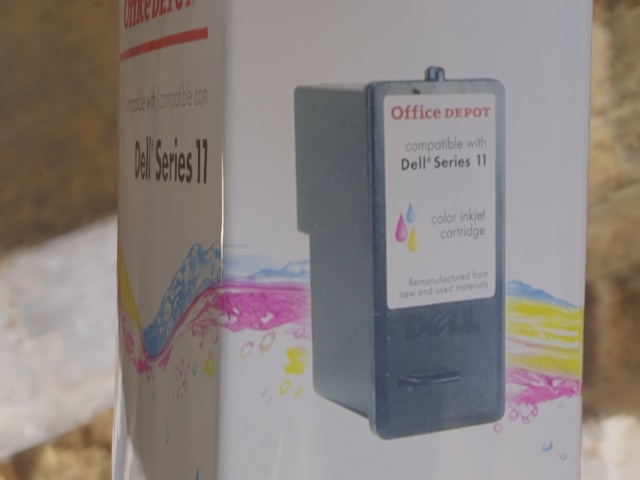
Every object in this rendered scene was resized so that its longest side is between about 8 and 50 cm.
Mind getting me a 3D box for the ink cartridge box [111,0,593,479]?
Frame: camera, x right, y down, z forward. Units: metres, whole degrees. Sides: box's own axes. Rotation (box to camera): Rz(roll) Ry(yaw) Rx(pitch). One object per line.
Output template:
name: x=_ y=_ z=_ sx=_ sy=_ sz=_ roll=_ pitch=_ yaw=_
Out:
ink cartridge box: x=0.000 y=0.000 z=0.659 sx=0.207 sy=0.119 sz=0.353 roll=-172 pitch=-97 yaw=-75
